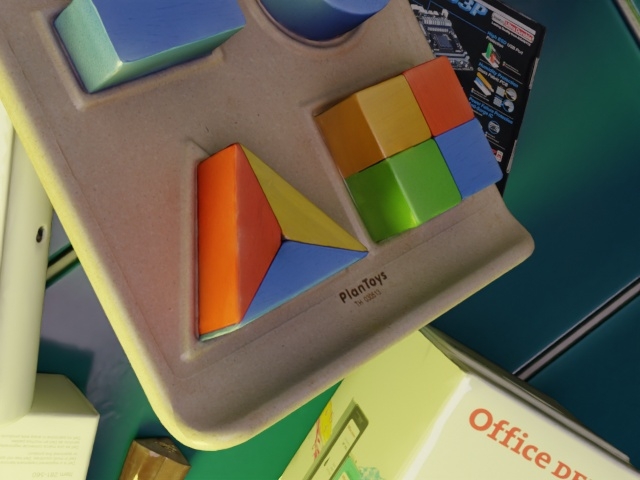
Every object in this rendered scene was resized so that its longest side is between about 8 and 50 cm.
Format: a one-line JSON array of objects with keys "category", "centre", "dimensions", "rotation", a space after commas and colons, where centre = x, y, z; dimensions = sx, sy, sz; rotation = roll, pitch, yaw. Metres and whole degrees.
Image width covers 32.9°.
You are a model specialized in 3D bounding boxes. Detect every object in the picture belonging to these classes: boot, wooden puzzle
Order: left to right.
[{"category": "boot", "centre": [-0.130, 0.229, 0.915], "dimensions": [0.106, 0.037, 0.114], "rotation": [26, 90, -19]}, {"category": "wooden puzzle", "centre": [-0.027, -0.093, 0.677], "dimensions": [0.322, 0.080, 0.348], "rotation": [-28, 89, -38]}]

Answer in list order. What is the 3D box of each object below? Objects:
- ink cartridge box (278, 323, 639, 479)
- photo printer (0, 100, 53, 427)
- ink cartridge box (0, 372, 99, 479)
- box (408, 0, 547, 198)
[{"category": "ink cartridge box", "centre": [0.090, 0.230, 0.879], "dimensions": [0.198, 0.197, 0.270], "rotation": [32, 93, -17]}, {"category": "photo printer", "centre": [-0.299, -0.048, 0.710], "dimensions": [0.256, 0.107, 0.307], "rotation": [9, 101, 5]}, {"category": "ink cartridge box", "centre": [-0.277, 0.216, 0.827], "dimensions": [0.160, 0.092, 0.219], "rotation": [9, 100, -32]}, {"category": "box", "centre": [0.057, -0.136, 0.831], "dimensions": [0.220, 0.051, 0.175], "rotation": [25, 66, -17]}]
